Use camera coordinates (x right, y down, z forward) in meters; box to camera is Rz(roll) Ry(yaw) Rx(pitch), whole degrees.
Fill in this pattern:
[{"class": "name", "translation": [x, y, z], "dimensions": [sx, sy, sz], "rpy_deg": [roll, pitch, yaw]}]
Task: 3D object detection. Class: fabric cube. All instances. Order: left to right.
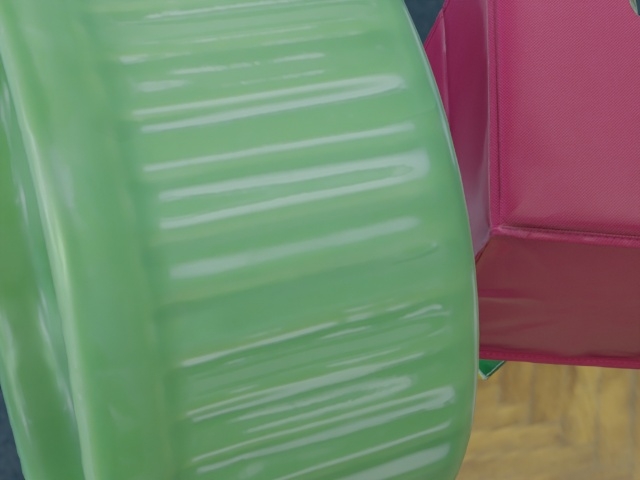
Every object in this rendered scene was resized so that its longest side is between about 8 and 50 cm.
[{"class": "fabric cube", "translation": [0.218, -0.063, 1.225], "dimensions": [0.254, 0.259, 0.258], "rpy_deg": [5, 66, -8]}]

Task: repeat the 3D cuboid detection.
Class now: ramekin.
[{"class": "ramekin", "translation": [-0.055, -0.001, 0.634], "dimensions": [0.148, 0.303, 0.303], "rpy_deg": [-12, 31, -17]}]

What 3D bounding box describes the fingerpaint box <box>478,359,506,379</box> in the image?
[{"class": "fingerpaint box", "translation": [0.056, -0.078, 1.656], "dimensions": [0.163, 0.445, 0.371], "rpy_deg": [-39, 1, -7]}]
